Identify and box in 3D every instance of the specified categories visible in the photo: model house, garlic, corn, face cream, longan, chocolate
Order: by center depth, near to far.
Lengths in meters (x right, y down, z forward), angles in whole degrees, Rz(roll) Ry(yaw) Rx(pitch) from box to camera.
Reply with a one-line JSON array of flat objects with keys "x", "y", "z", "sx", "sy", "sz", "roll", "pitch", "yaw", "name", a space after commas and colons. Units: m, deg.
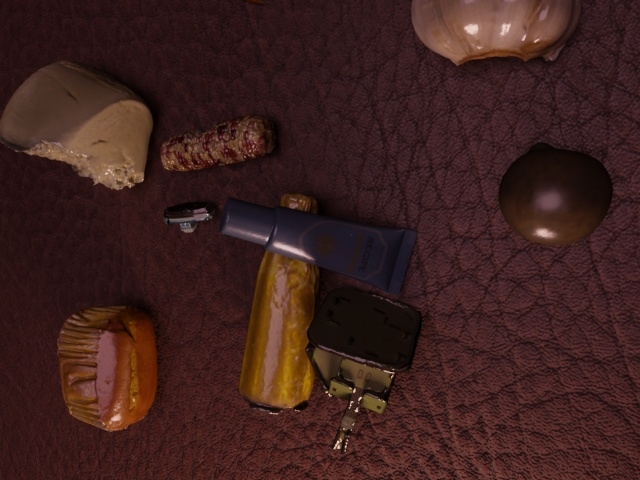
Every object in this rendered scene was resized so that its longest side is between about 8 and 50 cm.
[{"x": 0.295, "y": -0.421, "z": 1.008, "sx": 0.281, "sy": 0.184, "sz": 0.203, "roll": -1, "pitch": 80, "yaw": 22, "name": "garlic"}, {"x": 0.402, "y": -0.088, "z": 1.022, "sx": 0.184, "sy": 0.159, "sz": 0.205, "roll": -9, "pitch": 54, "yaw": 7, "name": "longan"}, {"x": 0.000, "y": 0.000, "z": 1.137, "sx": 0.385, "sy": 0.086, "sz": 0.136, "roll": 15, "pitch": 94, "yaw": -17, "name": "face cream"}, {"x": 0.067, "y": 0.271, "z": 1.192, "sx": 0.204, "sy": 0.218, "sz": 0.279, "roll": 18, "pitch": 120, "yaw": 11, "name": "model house"}, {"x": -0.068, "y": 0.124, "z": 1.227, "sx": 0.162, "sy": 0.162, "sz": 0.446, "roll": 11, "pitch": 98, "yaw": 20, "name": "chocolate"}, {"x": -0.233, "y": -0.209, "z": 1.291, "sx": 0.289, "sy": 0.098, "sz": 0.098, "roll": -6, "pitch": 94, "yaw": 25, "name": "corn"}]

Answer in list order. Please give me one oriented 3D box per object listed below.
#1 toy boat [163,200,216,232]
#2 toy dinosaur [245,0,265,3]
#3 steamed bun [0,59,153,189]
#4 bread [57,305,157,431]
[{"x": -0.302, "y": -0.052, "z": 1.358, "sx": 0.140, "sy": 0.059, "sz": 0.066, "roll": -4, "pitch": 121, "yaw": 21, "name": "toy boat"}, {"x": -0.155, "y": -0.529, "z": 1.256, "sx": 0.113, "sy": 0.026, "sz": 0.041, "roll": 23, "pitch": 111, "yaw": 27, "name": "toy dinosaur"}, {"x": -0.553, "y": -0.255, "z": 1.322, "sx": 0.290, "sy": 0.272, "sz": 0.274, "roll": 21, "pitch": 103, "yaw": 15, "name": "steamed bun"}, {"x": -0.484, "y": 0.295, "z": 1.389, "sx": 0.156, "sy": 0.204, "sz": 0.288, "roll": 2, "pitch": 92, "yaw": 26, "name": "bread"}]
